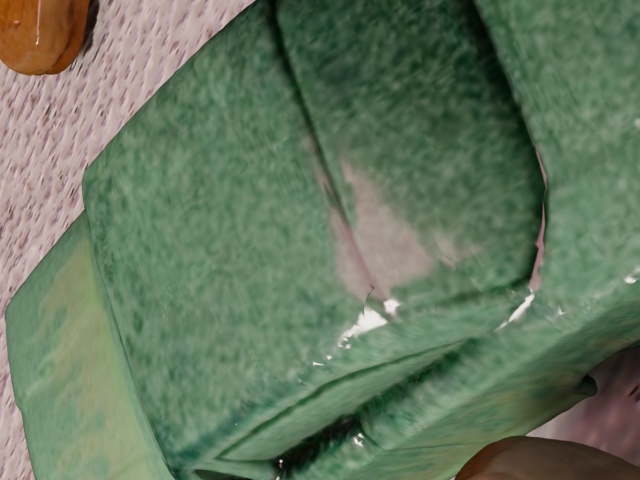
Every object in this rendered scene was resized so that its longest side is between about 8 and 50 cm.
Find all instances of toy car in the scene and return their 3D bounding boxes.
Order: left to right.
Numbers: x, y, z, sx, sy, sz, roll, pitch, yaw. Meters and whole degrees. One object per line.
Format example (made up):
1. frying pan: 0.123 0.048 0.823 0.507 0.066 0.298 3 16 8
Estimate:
1. toy car: 0.000 0.000 0.446 0.320 0.097 0.141 -40 61 42

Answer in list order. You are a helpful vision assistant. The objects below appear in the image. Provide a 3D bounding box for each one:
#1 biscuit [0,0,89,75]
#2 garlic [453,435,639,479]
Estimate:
1. biscuit: -0.072 -0.174 0.573 0.250 0.036 0.165 -45 59 44
2. garlic: 0.035 0.137 0.387 0.090 0.128 0.198 35 115 25
